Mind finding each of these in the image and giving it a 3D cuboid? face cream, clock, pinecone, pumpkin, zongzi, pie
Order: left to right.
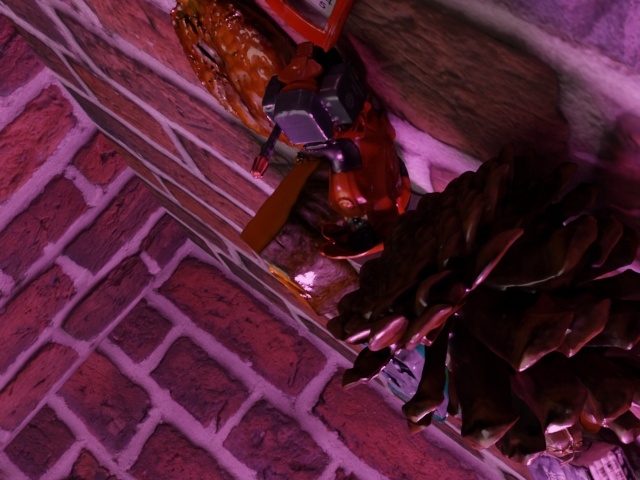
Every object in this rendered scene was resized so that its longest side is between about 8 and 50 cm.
[{"bbox_3d":[-0.116,-0.265,1.284,0.308,0.085,0.308,43,167,12],"label":"pie"},{"bbox_3d":[-0.006,-0.293,0.919,0.113,0.061,0.155,41,165,0],"label":"clock"},{"bbox_3d":[0.000,0.000,1.588,0.256,0.225,0.303,37,174,39],"label":"pumpkin"},{"bbox_3d":[0.221,0.099,0.936,0.384,0.384,0.384,39,168,10],"label":"pinecone"},{"bbox_3d":[0.412,0.328,1.626,0.247,0.111,0.241,53,173,20],"label":"zongzi"},{"bbox_3d":[0.505,0.352,1.645,0.072,0.051,0.182,42,169,6],"label":"face cream"}]

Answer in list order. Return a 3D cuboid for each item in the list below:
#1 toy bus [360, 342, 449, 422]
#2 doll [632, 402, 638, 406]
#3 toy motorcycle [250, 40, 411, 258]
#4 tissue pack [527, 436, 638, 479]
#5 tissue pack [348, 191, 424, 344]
[{"bbox_3d":[0.206,0.210,1.703,0.183,0.199,0.343,29,164,33],"label":"toy bus"},{"bbox_3d":[0.376,0.154,1.126,0.151,0.151,0.287,45,166,-19],"label":"doll"},{"bbox_3d":[0.036,-0.100,1.109,0.148,0.221,0.325,-4,140,33],"label":"toy motorcycle"},{"bbox_3d":[0.553,0.557,1.609,0.361,0.122,0.259,64,163,-2],"label":"tissue pack"},{"bbox_3d":[0.152,0.046,1.385,0.229,0.159,0.145,49,166,-34],"label":"tissue pack"}]
